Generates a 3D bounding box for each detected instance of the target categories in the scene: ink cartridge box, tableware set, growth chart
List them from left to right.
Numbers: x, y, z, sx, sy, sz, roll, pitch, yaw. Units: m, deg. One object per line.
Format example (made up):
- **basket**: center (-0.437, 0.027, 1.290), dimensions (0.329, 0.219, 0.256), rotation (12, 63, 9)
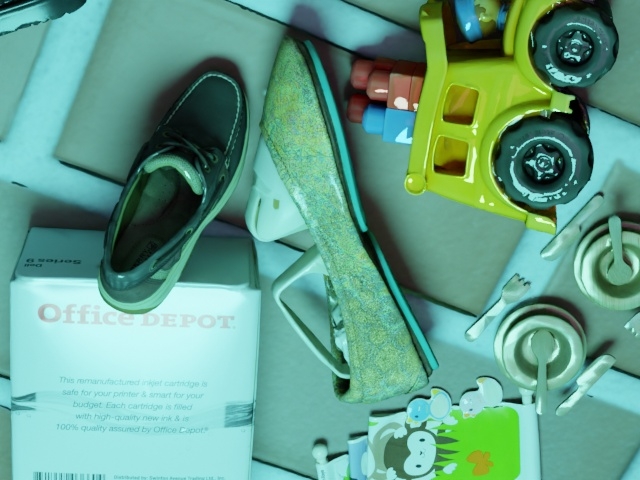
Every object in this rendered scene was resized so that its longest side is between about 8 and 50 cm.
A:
- **ink cartridge box**: center (-0.164, 0.142, 1.181), dimensions (0.211, 0.121, 0.289), rotation (3, 113, -6)
- **growth chart**: center (0.107, 0.226, 1.297), dimensions (0.237, 0.021, 0.172), rotation (-15, 113, 1)
- **tableware set**: center (0.239, 0.065, 1.213), dimensions (0.128, 0.039, 0.194), rotation (39, 106, -7)

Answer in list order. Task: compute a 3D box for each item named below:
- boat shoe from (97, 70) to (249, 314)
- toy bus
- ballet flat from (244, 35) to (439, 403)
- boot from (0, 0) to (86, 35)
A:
- **boat shoe**: center (-0.114, -0.047, 1.069), dimensions (0.080, 0.073, 0.224), rotation (24, 69, 1)
- **toy bus**: center (0.130, -0.136, 1.088), dimensions (0.211, 0.149, 0.220), rotation (12, 110, 7)
- **ballet flat**: center (0.000, 0.000, 1.136), dimensions (0.123, 0.123, 0.349), rotation (-20, 116, 4)
- **boot**: center (-0.321, -0.247, 1.013), dimensions (0.246, 0.094, 0.207), rotation (-19, 117, -4)
